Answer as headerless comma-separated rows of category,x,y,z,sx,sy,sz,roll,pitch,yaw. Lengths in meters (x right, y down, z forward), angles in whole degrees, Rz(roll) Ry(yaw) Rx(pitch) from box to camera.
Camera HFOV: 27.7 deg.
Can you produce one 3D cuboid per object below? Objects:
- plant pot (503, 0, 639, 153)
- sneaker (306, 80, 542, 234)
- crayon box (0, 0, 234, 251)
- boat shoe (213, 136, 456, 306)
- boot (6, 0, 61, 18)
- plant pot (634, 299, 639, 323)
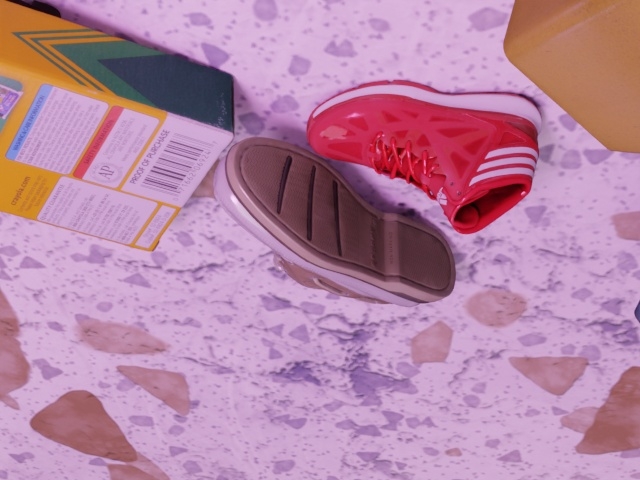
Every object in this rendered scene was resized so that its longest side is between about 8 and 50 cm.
plant pot,0.264,-0.185,0.988,0.212,0.212,0.187,36,146,-27
sneaker,0.089,-0.074,1.189,0.221,0.128,0.087,-3,138,13
crayon box,-0.267,-0.112,1.210,0.323,0.083,0.203,16,140,-24
boat shoe,0.000,0.000,1.282,0.103,0.113,0.302,-21,141,40
boot,-0.303,-0.188,1.208,0.106,0.037,0.114,24,142,-13
plant pot,0.457,0.036,1.171,0.290,0.290,0.195,19,102,-10
